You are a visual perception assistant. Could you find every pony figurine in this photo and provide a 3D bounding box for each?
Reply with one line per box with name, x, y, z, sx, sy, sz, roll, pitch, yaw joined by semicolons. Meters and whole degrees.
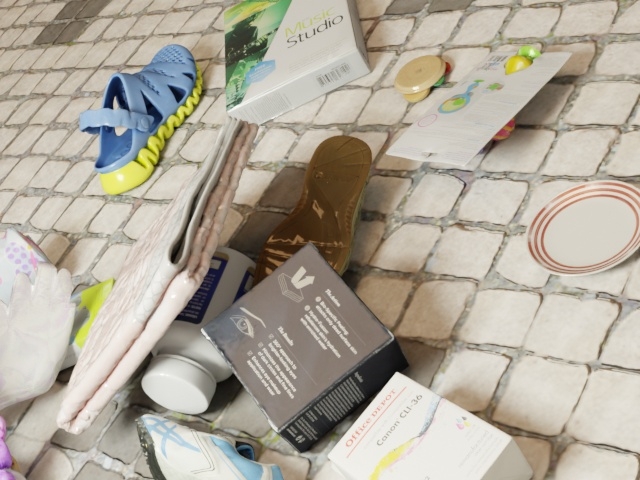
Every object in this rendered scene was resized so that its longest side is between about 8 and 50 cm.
pony figurine;-0.485;0.195;1.279;0.363;0.302;0.351;1;88;34

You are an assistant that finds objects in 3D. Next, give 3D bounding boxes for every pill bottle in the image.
pill bottle;-0.143;0.109;1.223;0.112;0.112;0.187;-7;45;32

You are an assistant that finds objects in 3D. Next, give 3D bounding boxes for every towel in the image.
towel;-0.201;0.033;1.239;0.317;0.053;0.332;-49;16;35

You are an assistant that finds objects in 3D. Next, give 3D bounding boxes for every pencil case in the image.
pencil case;-0.518;0.105;1.507;0.273;0.113;0.124;-45;18;-13

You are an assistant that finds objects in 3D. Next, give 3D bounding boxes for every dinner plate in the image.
dinner plate;0.293;-0.011;1.104;0.141;0.017;0.141;-20;41;18

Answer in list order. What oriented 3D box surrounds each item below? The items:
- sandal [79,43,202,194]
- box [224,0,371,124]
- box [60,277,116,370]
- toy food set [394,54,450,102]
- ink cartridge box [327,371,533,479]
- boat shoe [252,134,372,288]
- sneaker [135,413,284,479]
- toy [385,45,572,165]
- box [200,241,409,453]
sandal;-0.301;-0.231;1.685;0.126;0.138;0.317;-10;42;32
box;-0.048;-0.331;1.666;0.232;0.058;0.322;-24;38;14
box;-0.359;0.131;1.418;0.178;0.042;0.109;-24;39;13
toy food set;0.145;-0.236;1.451;0.082;0.020;0.083;-36;37;-2
ink cartridge box;0.090;0.208;0.980;0.115;0.067;0.198;-48;39;-16
boat shoe;0.000;0.000;1.269;0.104;0.089;0.285;18;60;16
sneaker;-0.127;0.244;1.106;0.086;0.085;0.237;-25;26;-33
toy;0.211;-0.160;1.293;0.137;0.056;0.237;14;53;49
box;-0.016;0.117;1.100;0.158;0.093;0.156;-39;59;-4
